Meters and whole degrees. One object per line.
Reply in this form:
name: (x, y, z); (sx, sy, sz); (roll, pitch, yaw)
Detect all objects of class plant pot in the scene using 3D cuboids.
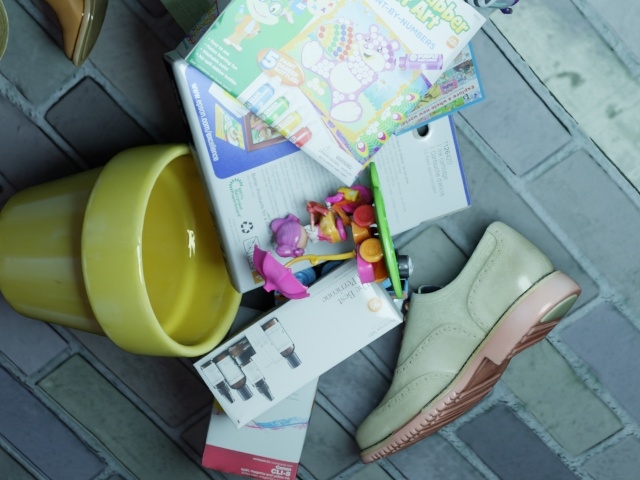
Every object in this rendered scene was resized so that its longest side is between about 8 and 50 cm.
plant pot: (-0.250, 0.014, 1.800); (0.239, 0.254, 0.254); (-2, 118, 26)

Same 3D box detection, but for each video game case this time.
video game case: (0.116, -0.217, 1.723); (0.119, 0.015, 0.166); (-23, 115, -11)

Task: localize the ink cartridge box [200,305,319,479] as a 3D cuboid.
ink cartridge box: (-0.071, 0.198, 1.926); (0.127, 0.128, 0.176); (13, 118, 1)

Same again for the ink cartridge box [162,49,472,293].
ink cartridge box: (0.001, -0.127, 1.759); (0.307, 0.072, 0.303); (-22, 116, -14)

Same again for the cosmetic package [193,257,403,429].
cosmetic package: (-0.026, 0.119, 1.795); (0.239, 0.060, 0.099); (-34, 94, 6)

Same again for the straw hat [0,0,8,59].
straw hat: (-0.424, -0.258, 1.770); (0.144, 0.061, 0.144); (1, 100, 7)

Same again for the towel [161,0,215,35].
towel: (-0.063, -0.370, 1.656); (0.325, 0.038, 0.248); (-23, 125, 19)

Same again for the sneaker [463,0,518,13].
sneaker: (0.215, -0.360, 1.643); (0.083, 0.098, 0.223); (28, 102, 31)

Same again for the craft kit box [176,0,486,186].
craft kit box: (0.014, -0.227, 1.648); (0.250, 0.061, 0.246); (36, 95, -25)

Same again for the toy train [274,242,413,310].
toy train: (0.025, 0.053, 1.870); (0.184, 0.080, 0.105); (-1, 126, 5)

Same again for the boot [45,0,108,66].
boot: (-0.326, -0.307, 1.734); (0.152, 0.073, 0.197); (12, 116, 7)

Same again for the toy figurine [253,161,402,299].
toy figurine: (0.000, 0.000, 1.711); (0.159, 0.173, 0.130); (-12, 147, 4)

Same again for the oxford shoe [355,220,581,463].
oxford shoe: (0.157, 0.134, 1.888); (0.146, 0.140, 0.397); (51, 121, 15)
